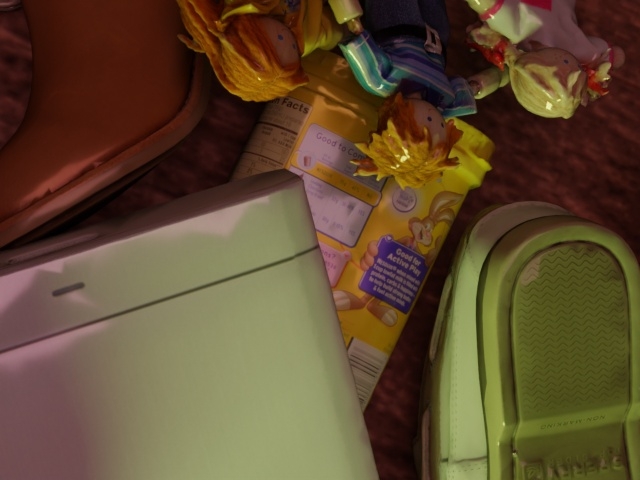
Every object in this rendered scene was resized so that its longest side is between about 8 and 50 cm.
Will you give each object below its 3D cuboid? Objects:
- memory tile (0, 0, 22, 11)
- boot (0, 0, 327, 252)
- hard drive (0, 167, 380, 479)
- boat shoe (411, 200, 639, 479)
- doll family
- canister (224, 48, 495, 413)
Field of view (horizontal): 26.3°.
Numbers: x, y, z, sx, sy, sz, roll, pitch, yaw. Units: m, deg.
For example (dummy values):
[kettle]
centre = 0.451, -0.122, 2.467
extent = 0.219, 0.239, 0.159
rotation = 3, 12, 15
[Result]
[memory tile]
centre = -0.234, -0.146, 0.723
extent = 0.148, 0.012, 0.113
rotation = -30, 91, -11
[boot]
centre = -0.130, -0.144, 0.682
extent = 0.220, 0.109, 0.283
rotation = 46, 73, -10
[hard drive]
centre = -0.078, 0.168, 0.652
extent = 0.233, 0.047, 0.353
rotation = -18, 106, -14
[boat shoe]
centre = 0.107, 0.129, 0.714
extent = 0.113, 0.103, 0.302
rotation = 2, 102, -14
[doll family]
centre = 0.021, -0.114, 0.654
extent = 0.263, 0.118, 0.163
rotation = 21, 53, -34
[canister]
centre = 0.000, 0.000, 0.722
extent = 0.126, 0.073, 0.170
rotation = 27, 83, -8
